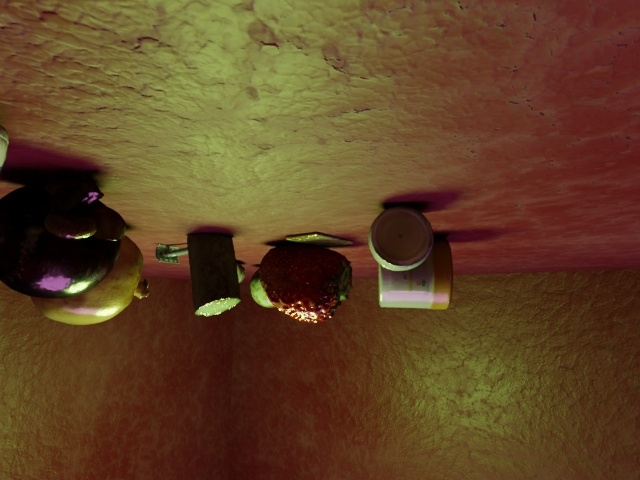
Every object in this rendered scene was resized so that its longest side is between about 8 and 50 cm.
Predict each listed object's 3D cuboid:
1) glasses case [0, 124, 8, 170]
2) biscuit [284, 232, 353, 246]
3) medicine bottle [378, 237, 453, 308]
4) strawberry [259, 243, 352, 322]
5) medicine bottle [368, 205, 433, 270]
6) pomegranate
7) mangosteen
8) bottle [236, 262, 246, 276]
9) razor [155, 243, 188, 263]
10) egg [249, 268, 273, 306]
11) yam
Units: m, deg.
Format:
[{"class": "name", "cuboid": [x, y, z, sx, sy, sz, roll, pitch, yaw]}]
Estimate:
[{"class": "glasses case", "cuboid": [-0.500, -0.108, 0.542, 0.125, 0.076, 0.327, 6, 170, -42]}, {"class": "biscuit", "cuboid": [0.000, 0.000, 1.413, 0.138, 0.016, 0.231, -7, 169, 35]}, {"class": "medicine bottle", "cuboid": [0.313, 0.110, 1.395, 0.231, 0.238, 0.238, 1, 171, 7]}, {"class": "strawberry", "cuboid": [-0.069, 0.135, 1.511, 0.351, 0.268, 0.312, 28, -144, 20]}, {"class": "medicine bottle", "cuboid": [0.187, -0.002, 0.974, 0.147, 0.148, 0.143, -1, 174, 6]}, {"class": "pomegranate", "cuboid": [-0.659, 0.100, 1.196, 0.318, 0.320, 0.319, 0, 171, 0]}, {"class": "mangosteen", "cuboid": [-0.476, -0.017, 0.759, 0.265, 0.228, 0.228, -39, 151, 28]}, {"class": "bottle", "cuboid": [-0.462, 0.171, 2.179, 0.120, 0.121, 0.253, 0, 172, 1]}, {"class": "razor", "cuboid": [-0.493, 0.035, 1.543, 0.231, 0.068, 0.106, -11, 168, 23]}, {"class": "egg", "cuboid": [-0.282, 0.255, 2.338, 0.238, 0.239, 0.289, 2, -170, -14]}, {"class": "yam", "cuboid": [-0.349, 0.102, 1.345, 0.161, 0.268, 0.161, -9, 159, -4]}]
